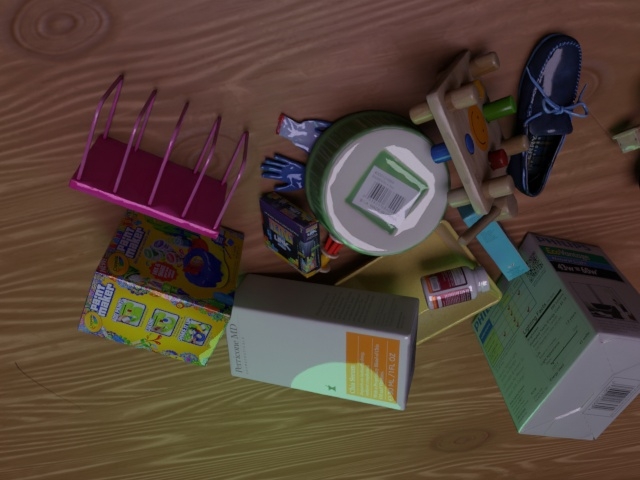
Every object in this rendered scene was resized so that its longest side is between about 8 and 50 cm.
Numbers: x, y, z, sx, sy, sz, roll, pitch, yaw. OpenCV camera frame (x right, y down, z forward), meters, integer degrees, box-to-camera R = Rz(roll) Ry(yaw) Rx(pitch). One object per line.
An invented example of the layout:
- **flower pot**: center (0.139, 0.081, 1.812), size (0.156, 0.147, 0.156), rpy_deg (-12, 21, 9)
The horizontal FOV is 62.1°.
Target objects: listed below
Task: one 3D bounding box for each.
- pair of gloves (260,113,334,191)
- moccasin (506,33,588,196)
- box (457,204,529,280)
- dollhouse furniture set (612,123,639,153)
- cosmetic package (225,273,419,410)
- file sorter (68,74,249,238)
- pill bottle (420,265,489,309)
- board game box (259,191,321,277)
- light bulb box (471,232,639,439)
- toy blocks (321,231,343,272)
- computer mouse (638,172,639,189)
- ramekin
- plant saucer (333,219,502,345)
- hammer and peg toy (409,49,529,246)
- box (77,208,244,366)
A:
- **pair of gloves**: center (-0.042, -0.186, 1.187), size (0.159, 0.023, 0.198), rpy_deg (17, 123, -14)
- **moccasin**: center (0.487, -0.249, 1.117), size (0.137, 0.117, 0.342), rpy_deg (-5, 127, 0)
- **box**: center (0.418, -0.015, 1.295), size (0.060, 0.100, 0.244), rpy_deg (-33, 121, 20)
- **dollhouse furniture set**: center (0.752, -0.286, 1.158), size (0.182, 0.161, 0.101), rpy_deg (-26, 92, -31)
- **cosmetic package**: center (0.004, 0.243, 1.317), size (0.453, 0.161, 0.230), rpy_deg (6, 119, 17)
- **file sorter**: center (-0.305, -0.174, 1.067), size (0.290, 0.202, 0.182), rpy_deg (21, 121, -18)
- **pill bottle**: center (0.327, 0.111, 1.293), size (0.152, 0.086, 0.086), rpy_deg (-15, 126, 7)
- **board game box**: center (-0.070, -0.015, 1.223), size (0.048, 0.170, 0.141), rpy_deg (-29, 133, -29)
- **light bulb box**: center (0.602, 0.235, 1.331), size (0.225, 0.361, 0.358), rpy_deg (10, 125, -13)
- **toy blocks**: center (0.000, 0.000, 1.306), size (0.123, 0.054, 0.148), rpy_deg (19, 123, -17)
- **computer mouse**: center (0.811, -0.209, 1.174), size (0.188, 0.072, 0.272), rpy_deg (-21, 156, -46)
- **ramekin**: center (0.124, -0.114, 1.119), size (0.303, 0.148, 0.303), rpy_deg (-3, 109, -8)
- **plant saucer**: center (0.252, 0.112, 1.391), size (0.333, 0.081, 0.333), rpy_deg (-33, 123, 19)
- **hammer and peg toy**: center (0.320, -0.167, 1.040), size (0.127, 0.266, 0.361), rpy_deg (-13, 115, 37)
- **box**: center (-0.343, 0.087, 1.195), size (0.279, 0.290, 0.177), rpy_deg (20, 123, -16)
